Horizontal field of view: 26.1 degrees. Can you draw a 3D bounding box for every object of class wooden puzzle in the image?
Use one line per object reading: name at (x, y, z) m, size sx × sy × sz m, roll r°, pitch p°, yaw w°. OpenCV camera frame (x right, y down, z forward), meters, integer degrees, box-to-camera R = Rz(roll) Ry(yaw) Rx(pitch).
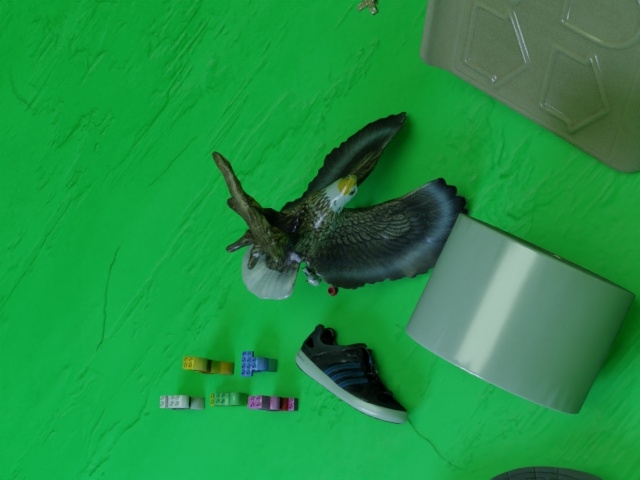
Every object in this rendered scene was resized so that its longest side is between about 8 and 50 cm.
wooden puzzle at (0.306, -0.284, 1.756) m, size 0.348 × 0.322 × 0.080 m, roll 30°, pitch 54°, yaw 20°

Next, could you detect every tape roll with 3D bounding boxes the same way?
tape roll at (0.250, 0.090, 1.734) m, size 0.246 × 0.246 × 0.169 m, roll 29°, pitch 96°, yaw 33°

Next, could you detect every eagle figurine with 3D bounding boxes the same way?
eagle figurine at (0.027, -0.043, 1.932) m, size 0.225 × 0.298 × 0.226 m, roll 7°, pitch 109°, yaw 55°

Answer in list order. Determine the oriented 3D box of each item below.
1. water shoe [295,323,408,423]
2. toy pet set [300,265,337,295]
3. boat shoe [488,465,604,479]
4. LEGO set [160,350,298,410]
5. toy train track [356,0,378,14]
water shoe at (0.049, 0.185, 1.944) m, size 0.203 × 0.073 × 0.080 m, roll 30°, pitch 94°, yaw 33°
toy pet set at (0.000, 0.000, 2.018) m, size 0.114 × 0.065 × 0.122 m, roll 39°, pitch 101°, yaw 32°
boat shoe at (0.236, 0.377, 1.781) m, size 0.320 × 0.103 × 0.118 m, roll -21°, pitch 50°, yaw 22°
LEGO set at (-0.153, 0.209, 2.055) m, size 0.227 × 0.093 × 0.087 m, roll -5°, pitch 77°, yaw 32°
toy train track at (0.066, -0.378, 2.085) m, size 0.048 × 0.014 × 0.083 m, roll -31°, pitch 65°, yaw 23°
